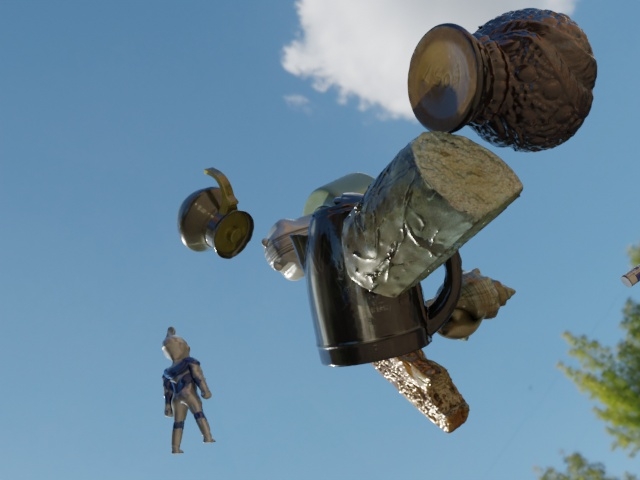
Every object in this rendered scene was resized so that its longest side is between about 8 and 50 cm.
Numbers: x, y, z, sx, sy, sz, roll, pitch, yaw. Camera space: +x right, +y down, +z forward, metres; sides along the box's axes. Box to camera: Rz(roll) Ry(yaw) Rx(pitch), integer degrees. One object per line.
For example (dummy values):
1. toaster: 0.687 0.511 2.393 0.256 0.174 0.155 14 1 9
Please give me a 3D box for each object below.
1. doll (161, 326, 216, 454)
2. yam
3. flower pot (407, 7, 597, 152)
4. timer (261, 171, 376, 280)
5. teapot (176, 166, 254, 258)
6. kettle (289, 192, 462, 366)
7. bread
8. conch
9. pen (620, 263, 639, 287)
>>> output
1. doll: -0.240 0.257 1.454 0.114 0.227 0.057 -28 -23 33
2. yam: 0.164 -0.042 1.382 0.202 0.201 0.271 -27 -23 -46
3. flower pot: 0.318 -0.290 1.484 0.267 0.266 0.266 -7 -60 -34
4. timer: 0.000 0.000 2.041 0.315 0.291 0.290 -17 -54 -32
5. teapot: -0.191 -0.047 1.490 0.130 0.119 0.165 -21 -51 -44
6. kettle: 0.116 0.057 1.609 0.228 0.321 0.324 -12 -90 -79
7. bread: 0.274 0.368 2.304 0.109 0.380 0.185 -23 -49 -26
8. conch: 0.390 0.192 2.343 0.386 0.203 0.169 -14 -6 -7
9. pen: 0.603 0.017 1.399 0.204 0.025 0.025 -32 -44 -7
